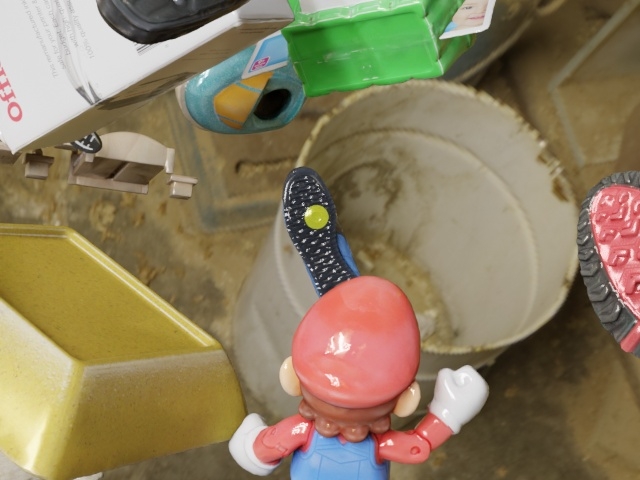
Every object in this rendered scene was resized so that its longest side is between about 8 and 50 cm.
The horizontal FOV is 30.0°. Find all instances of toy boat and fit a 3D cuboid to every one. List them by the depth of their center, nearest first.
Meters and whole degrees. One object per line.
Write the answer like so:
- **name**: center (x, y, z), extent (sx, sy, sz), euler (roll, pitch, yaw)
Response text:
- **toy boat**: center (-0.090, -0.289, 1.924), extent (0.267, 0.318, 0.148), euler (-6, 48, -41)

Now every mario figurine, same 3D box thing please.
- **mario figurine**: center (0.034, 0.176, 1.133), extent (0.198, 0.320, 0.170), euler (-5, 28, -27)

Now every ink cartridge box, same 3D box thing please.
- **ink cartridge box**: center (-0.215, -0.253, 1.208), extent (0.129, 0.307, 0.223), euler (-22, 88, -63)

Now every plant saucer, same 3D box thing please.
- **plant saucer**: center (-0.249, 0.075, 1.128), extent (0.333, 0.333, 0.081), euler (34, 104, 23)

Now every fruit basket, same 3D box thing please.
- **fruit basket**: center (0.079, -0.344, 1.559), extent (0.327, 0.165, 0.353), euler (-6, 44, 22)

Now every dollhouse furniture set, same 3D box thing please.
- **dollhouse furniture set**: center (-0.330, -0.194, 1.879), extent (0.355, 0.303, 0.174), euler (7, 80, -21)

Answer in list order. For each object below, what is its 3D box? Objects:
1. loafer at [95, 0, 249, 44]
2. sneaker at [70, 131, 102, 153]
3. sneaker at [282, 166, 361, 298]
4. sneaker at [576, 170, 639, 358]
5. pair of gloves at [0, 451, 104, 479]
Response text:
- **loafer**: center (-0.061, -0.174, 0.706), extent (0.076, 0.078, 0.223), euler (46, 47, -10)
- **sneaker**: center (-0.324, -0.160, 1.563), extent (0.109, 0.040, 0.044), euler (44, 35, -6)
- **sneaker**: center (0.000, 0.000, 1.578), extent (0.069, 0.082, 0.209), euler (-21, 102, 1)
- **sneaker**: center (0.267, 0.062, 0.766), extent (0.104, 0.125, 0.262), euler (-46, 78, 11)
- **pair of gloves**: center (-0.280, 0.298, 1.394), extent (0.204, 0.042, 0.240), euler (-22, 86, -33)
